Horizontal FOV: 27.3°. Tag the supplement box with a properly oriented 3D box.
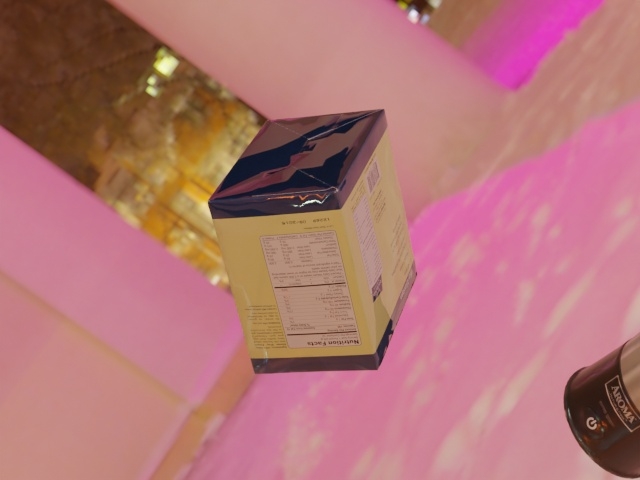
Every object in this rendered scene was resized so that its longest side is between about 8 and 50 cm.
[{"bbox_3d":[0.000,0.000,0.559,0.056,0.083,0.083,-3,27,19],"label":"supplement box"}]

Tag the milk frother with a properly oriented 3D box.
[{"bbox_3d":[0.262,0.096,0.868,0.143,0.129,0.135,-31,-10,-44],"label":"milk frother"}]
